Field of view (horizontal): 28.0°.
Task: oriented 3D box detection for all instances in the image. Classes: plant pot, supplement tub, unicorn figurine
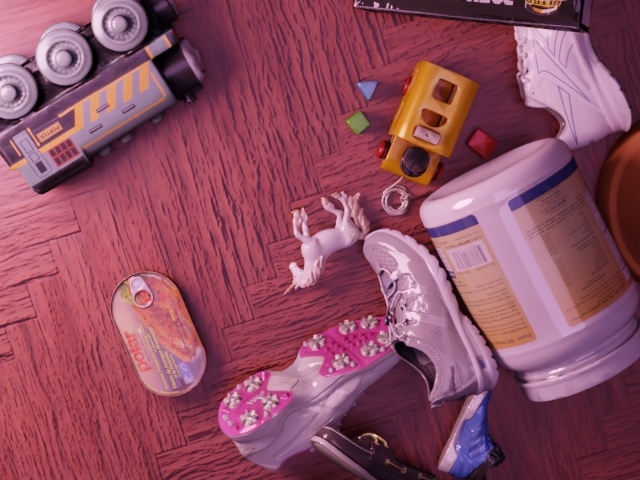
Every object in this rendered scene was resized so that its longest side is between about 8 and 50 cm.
[{"bbox_3d":[0.555,-0.049,1.807,0.291,0.203,0.291,0,95,-2],"label":"plant pot"},{"bbox_3d":[0.302,0.041,1.789,0.228,0.228,0.316,-27,96,0],"label":"supplement tub"},{"bbox_3d":[0.000,0.000,1.852,0.162,0.060,0.111,-23,96,0],"label":"unicorn figurine"}]

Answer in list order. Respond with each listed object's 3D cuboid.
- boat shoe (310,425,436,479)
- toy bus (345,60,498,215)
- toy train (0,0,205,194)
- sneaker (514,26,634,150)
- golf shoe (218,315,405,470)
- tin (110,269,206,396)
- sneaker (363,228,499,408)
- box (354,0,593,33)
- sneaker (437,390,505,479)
[{"bbox_3d":[0.078,0.319,1.856,0.228,0.081,0.069,39,76,-32],"label":"boat shoe"},{"bbox_3d":[0.148,-0.155,1.823,0.191,0.104,0.202,-24,96,0],"label":"toy bus"},{"bbox_3d":[-0.324,-0.212,1.785,0.334,0.142,0.190,-32,108,-1],"label":"toy train"},{"bbox_3d":[0.328,-0.260,1.825,0.129,0.111,0.297,-30,95,6],"label":"sneaker"},{"bbox_3d":[0.004,0.221,1.865,0.306,0.115,0.140,-29,125,-5],"label":"golf shoe"},{"bbox_3d":[-0.235,0.134,1.866,0.106,0.040,0.190,-22,96,-5],"label":"tin"},{"bbox_3d":[0.131,0.104,1.789,0.115,0.105,0.281,-26,66,-19],"label":"sneaker"},{"bbox_3d":[0.221,-0.428,1.757,0.322,0.079,0.257,9,97,20],"label":"box"},{"bbox_3d":[0.240,0.286,1.893,0.084,0.058,0.152,23,98,1],"label":"sneaker"}]
